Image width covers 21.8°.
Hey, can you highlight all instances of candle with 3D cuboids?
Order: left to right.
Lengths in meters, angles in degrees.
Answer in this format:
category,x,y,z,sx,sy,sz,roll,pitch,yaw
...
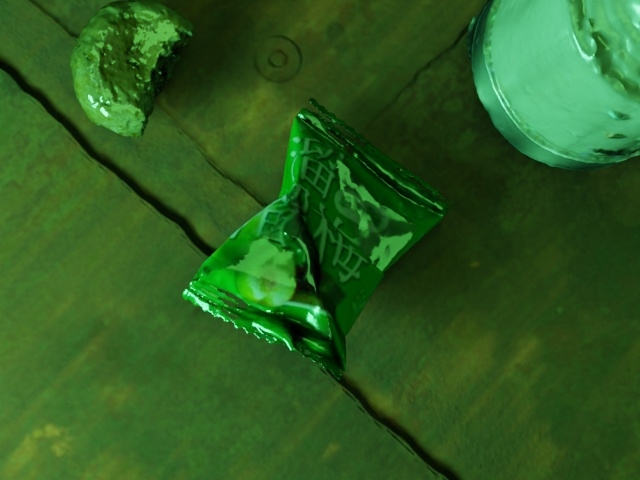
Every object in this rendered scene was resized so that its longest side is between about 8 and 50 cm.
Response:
category,x,y,z,sx,sy,sz,roll,pitch,yaw
candle,0.246,-0.168,1.247,0.187,0.330,0.187,3,80,-15

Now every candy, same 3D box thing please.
category,x,y,z,sx,sy,sz,roll,pitch,yaw
candy,-0.003,0.000,1.300,0.141,0.078,0.203,40,64,-10

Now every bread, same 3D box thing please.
category,x,y,z,sx,sy,sz,roll,pitch,yaw
bread,-0.155,-0.140,1.315,0.082,0.060,0.113,29,74,-2
